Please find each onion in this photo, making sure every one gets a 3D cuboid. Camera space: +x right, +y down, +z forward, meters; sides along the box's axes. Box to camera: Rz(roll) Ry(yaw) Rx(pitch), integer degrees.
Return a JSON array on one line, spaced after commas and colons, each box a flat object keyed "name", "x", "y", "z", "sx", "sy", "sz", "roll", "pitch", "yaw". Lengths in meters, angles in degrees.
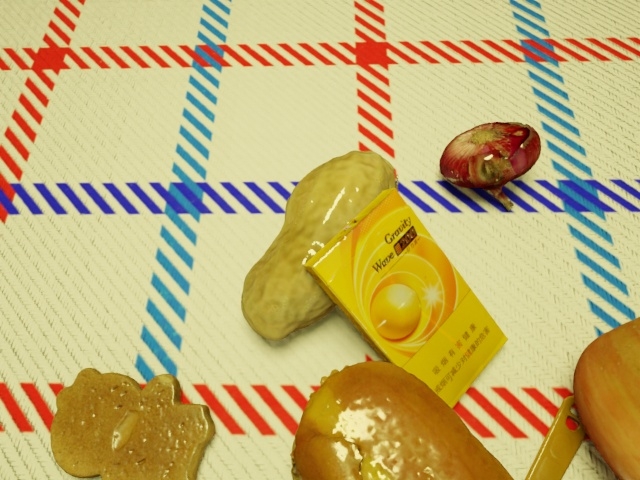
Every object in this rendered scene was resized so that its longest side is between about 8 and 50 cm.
[{"name": "onion", "x": 0.277, "y": -0.110, "z": 0.645, "sx": 0.150, "sy": 0.140, "sz": 0.150, "roll": -23, "pitch": 26, "yaw": 12}]

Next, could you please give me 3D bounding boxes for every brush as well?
[{"name": "brush", "x": 0.269, "y": 0.310, "z": 0.499, "sx": 0.103, "sy": 0.013, "sz": 0.272, "roll": 36, "pitch": 72, "yaw": 15}]

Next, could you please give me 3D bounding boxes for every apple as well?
[{"name": "apple", "x": 0.425, "y": 0.194, "z": 0.423, "sx": 0.242, "sy": 0.242, "sz": 0.241, "roll": -13, "pitch": 49, "yaw": -4}]

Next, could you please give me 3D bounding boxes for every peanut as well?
[{"name": "peanut", "x": 0.000, "y": 0.000, "z": 0.582, "sx": 0.149, "sy": 0.149, "sz": 0.313, "roll": 25, "pitch": 74, "yaw": 12}]

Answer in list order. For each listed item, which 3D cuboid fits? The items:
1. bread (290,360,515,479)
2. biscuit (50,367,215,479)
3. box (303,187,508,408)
[{"name": "bread", "x": 0.086, "y": 0.276, "z": 0.436, "sx": 0.204, "sy": 0.156, "sz": 0.288, "roll": -34, "pitch": 64, "yaw": -15}, {"name": "biscuit", "x": -0.254, "y": 0.254, "z": 0.530, "sx": 0.225, "sy": 0.036, "sz": 0.166, "roll": 11, "pitch": 66, "yaw": 10}, {"name": "box", "x": 0.120, "y": 0.083, "z": 0.522, "sx": 0.152, "sy": 0.043, "sz": 0.269, "roll": -44, "pitch": 103, "yaw": -16}]
